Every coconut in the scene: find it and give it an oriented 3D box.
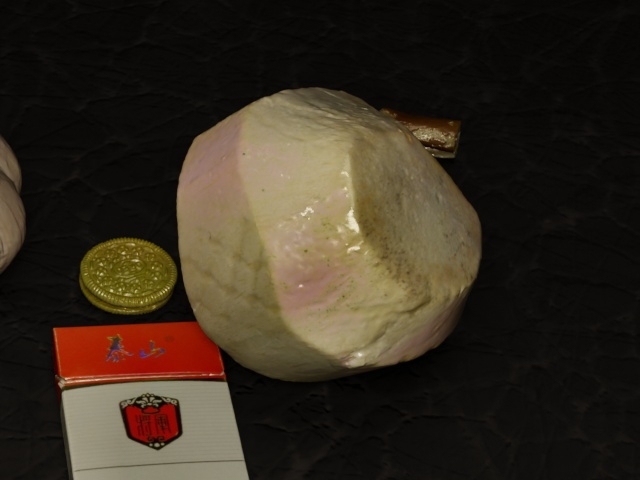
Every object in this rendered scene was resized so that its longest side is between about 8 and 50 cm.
[{"bbox_3d":[0.000,0.000,1.494,0.259,0.259,0.259,6,41,-5],"label":"coconut"}]

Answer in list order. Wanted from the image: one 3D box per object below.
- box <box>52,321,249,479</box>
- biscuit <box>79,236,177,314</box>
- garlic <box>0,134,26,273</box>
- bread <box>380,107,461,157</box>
[{"bbox_3d":[-0.131,0.159,1.421,0.139,0.035,0.245,-1,43,-13],"label":"box"},{"bbox_3d":[-0.165,0.031,1.568,0.084,0.023,0.084,7,41,-6],"label":"biscuit"},{"bbox_3d":[-0.350,-0.034,1.509,0.228,0.152,0.228,0,42,0],"label":"garlic"},{"bbox_3d":[0.093,-0.103,1.763,0.083,0.036,0.047,10,33,3],"label":"bread"}]
